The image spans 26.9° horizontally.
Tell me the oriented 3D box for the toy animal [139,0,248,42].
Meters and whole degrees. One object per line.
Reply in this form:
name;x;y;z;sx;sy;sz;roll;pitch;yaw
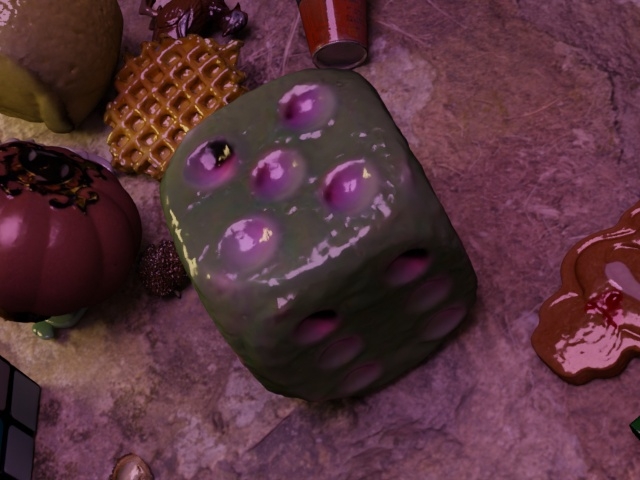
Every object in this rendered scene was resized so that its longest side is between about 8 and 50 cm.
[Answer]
toy animal;-0.217;-0.333;2.164;0.179;0.089;0.188;22;73;26

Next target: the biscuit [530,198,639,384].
biscuit;0.413;0.050;1.698;0.334;0.047;0.202;-40;55;-2

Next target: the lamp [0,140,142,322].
lamp;-0.414;-0.003;1.930;0.305;0.305;0.240;42;125;35

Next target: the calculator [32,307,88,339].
calculator;-0.387;0.084;2.027;0.095;0.021;0.153;16;68;30

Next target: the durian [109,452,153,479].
durian;-0.260;0.352;1.818;0.066;0.052;0.130;0;57;-22

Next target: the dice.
dice;0.000;0.000;1.731;0.318;0.322;0.330;-30;56;4

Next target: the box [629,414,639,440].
box;0.487;0.257;1.553;0.132;0.034;0.235;-39;55;-3

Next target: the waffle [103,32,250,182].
waffle;-0.224;-0.207;2.079;0.254;0.052;0.245;1;78;23

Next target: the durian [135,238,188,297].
durian;-0.227;0.043;1.959;0.080;0.080;0.091;-34;95;1

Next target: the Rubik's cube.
Rubik's cube;-0.520;0.262;1.891;0.183;0.167;0.180;-10;59;19

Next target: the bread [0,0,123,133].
bread;-0.466;-0.320;2.116;0.320;0.320;0.237;4;64;24

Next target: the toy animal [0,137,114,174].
toy animal;-0.442;-0.124;2.120;0.220;0.104;0.131;-17;56;12

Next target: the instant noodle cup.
instant noodle cup;0.022;-0.338;2.050;0.127;0.127;0.136;-14;66;15
